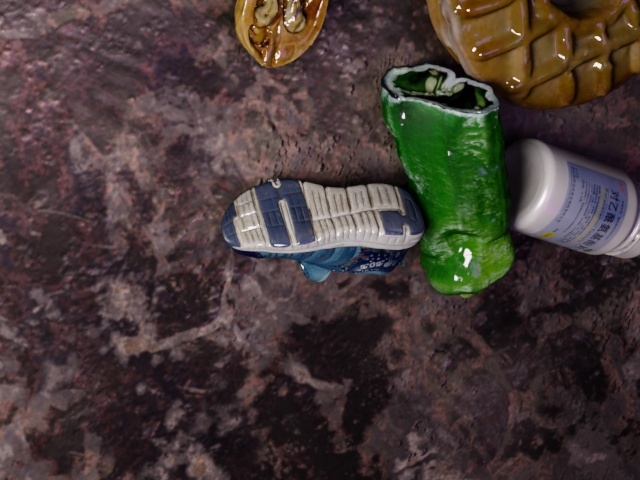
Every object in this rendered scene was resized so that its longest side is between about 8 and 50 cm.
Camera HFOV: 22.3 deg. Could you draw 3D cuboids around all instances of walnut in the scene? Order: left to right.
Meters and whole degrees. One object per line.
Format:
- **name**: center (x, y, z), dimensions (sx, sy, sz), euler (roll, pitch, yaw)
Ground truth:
- **walnut**: center (-0.042, -0.227, 1.532), dimensions (0.091, 0.052, 0.121), euler (7, 110, -35)

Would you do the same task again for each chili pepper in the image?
- **chili pepper**: center (0.140, -0.045, 1.686), dimensions (0.099, 0.136, 0.270), euler (-51, 141, -45)

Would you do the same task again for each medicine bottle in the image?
- **medicine bottle**: center (0.281, -0.042, 1.783), dimensions (0.186, 0.103, 0.103), euler (16, 102, -35)

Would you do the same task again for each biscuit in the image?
- **biscuit**: center (0.249, -0.291, 1.652), dimensions (0.332, 0.103, 0.332), euler (-14, 118, -27)

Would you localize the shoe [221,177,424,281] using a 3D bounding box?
- **shoe**: center (0.000, 0.000, 1.636), dimensions (0.207, 0.091, 0.106), euler (2, 137, -19)
